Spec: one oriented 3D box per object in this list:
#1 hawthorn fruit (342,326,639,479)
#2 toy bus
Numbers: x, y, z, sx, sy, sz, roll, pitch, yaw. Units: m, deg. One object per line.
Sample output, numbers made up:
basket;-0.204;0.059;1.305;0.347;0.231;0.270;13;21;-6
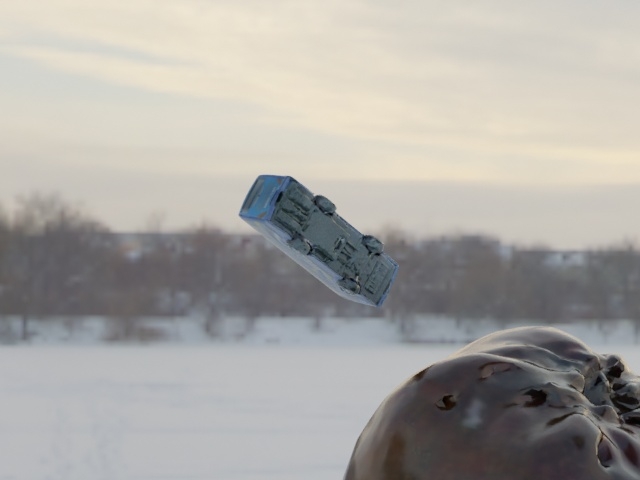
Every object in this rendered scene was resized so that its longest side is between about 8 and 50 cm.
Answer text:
hawthorn fruit;0.143;0.227;1.188;0.308;0.325;0.308;40;5;-4
toy bus;0.000;0.000;1.339;0.061;0.051;0.153;14;-19;46
